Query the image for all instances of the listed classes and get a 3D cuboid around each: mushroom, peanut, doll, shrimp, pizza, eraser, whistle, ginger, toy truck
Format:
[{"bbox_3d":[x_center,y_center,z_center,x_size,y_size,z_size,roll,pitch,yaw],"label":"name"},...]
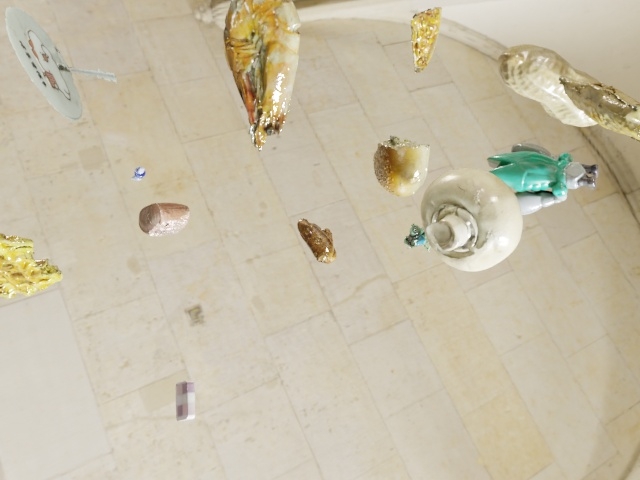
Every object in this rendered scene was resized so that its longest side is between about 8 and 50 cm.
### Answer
[{"bbox_3d":[0.336,-0.040,1.152,0.246,0.202,0.246,27,-49,36],"label":"mushroom"},{"bbox_3d":[0.548,-0.369,1.172,0.120,0.298,0.136,-66,-163,-2],"label":"peanut"},{"bbox_3d":[0.550,-0.148,1.267,0.258,0.195,0.153,41,-3,37],"label":"doll"},{"bbox_3d":[-0.112,-0.307,0.905,0.154,0.062,0.294,14,-66,18],"label":"shrimp"},{"bbox_3d":[0.269,-0.532,1.264,0.041,0.178,0.131,17,-12,32],"label":"pizza"},{"bbox_3d":[-0.383,0.453,1.400,0.065,0.026,0.105,-25,-118,41],"label":"eraser"},{"bbox_3d":[-0.492,-0.181,1.341,0.083,0.033,0.029,-29,-102,57],"label":"whistle"},{"bbox_3d":[0.000,0.000,1.453,0.162,0.073,0.103,57,10,26],"label":"ginger"},{"bbox_3d":[0.328,-0.019,1.456,0.078,0.154,0.080,58,-21,23],"label":"toy truck"}]

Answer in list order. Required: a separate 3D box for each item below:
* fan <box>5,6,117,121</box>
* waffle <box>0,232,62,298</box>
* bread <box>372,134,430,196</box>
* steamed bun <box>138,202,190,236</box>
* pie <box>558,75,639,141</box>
[{"bbox_3d":[-0.397,-0.266,0.767,0.329,0.009,0.191,18,-43,38],"label":"fan"},{"bbox_3d":[-0.661,0.052,1.001,0.291,0.291,0.051,115,-32,-59],"label":"waffle"},{"bbox_3d":[0.265,-0.246,1.671,0.314,0.171,0.192,-95,-176,-72],"label":"bread"},{"bbox_3d":[-0.548,-0.073,1.750,0.175,0.145,0.106,-20,-105,44],"label":"steamed bun"},{"bbox_3d":[0.564,-0.262,0.971,0.068,0.128,0.282,-55,-161,26],"label":"pie"}]
